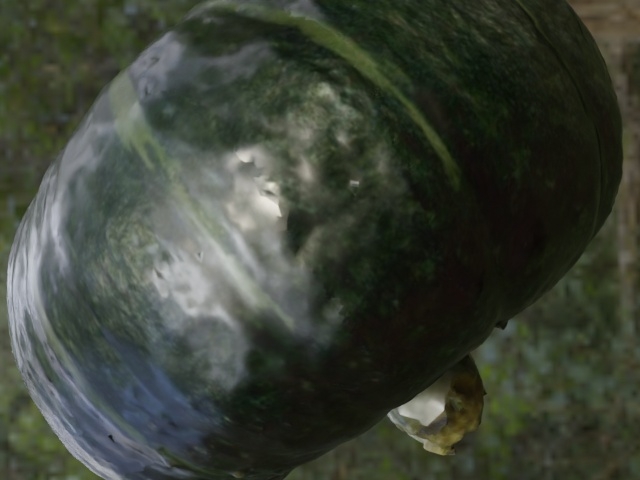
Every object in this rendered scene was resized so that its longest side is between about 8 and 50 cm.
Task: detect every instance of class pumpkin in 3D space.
[{"bbox_3d":[0.000,-0.003,0.555,0.152,0.211,0.211,41,161,10],"label":"pumpkin"}]
